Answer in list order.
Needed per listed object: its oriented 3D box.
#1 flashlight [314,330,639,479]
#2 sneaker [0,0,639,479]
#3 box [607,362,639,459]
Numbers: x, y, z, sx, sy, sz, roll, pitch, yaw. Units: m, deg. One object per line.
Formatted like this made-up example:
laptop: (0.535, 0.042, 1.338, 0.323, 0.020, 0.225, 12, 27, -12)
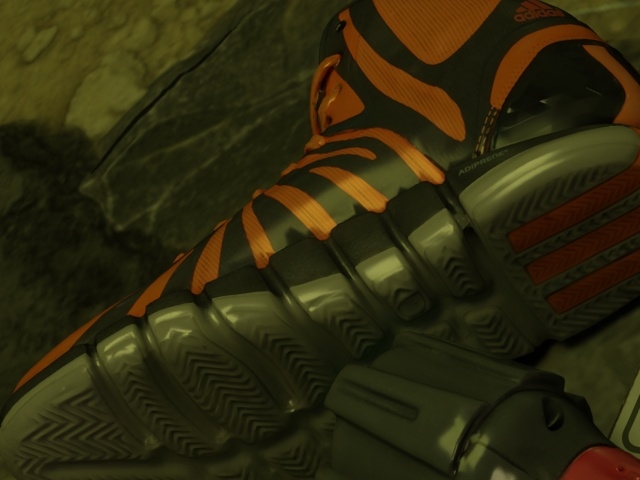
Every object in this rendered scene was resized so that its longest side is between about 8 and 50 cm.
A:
flashlight: (0.130, 0.101, 0.501, 0.304, 0.103, 0.103, 20, 115, 37)
sneaker: (0.000, 0.000, 0.795, 0.321, 0.124, 0.180, -25, 40, 7)
box: (0.239, -0.017, 0.618, 0.169, 0.087, 0.290, 7, 64, 43)
